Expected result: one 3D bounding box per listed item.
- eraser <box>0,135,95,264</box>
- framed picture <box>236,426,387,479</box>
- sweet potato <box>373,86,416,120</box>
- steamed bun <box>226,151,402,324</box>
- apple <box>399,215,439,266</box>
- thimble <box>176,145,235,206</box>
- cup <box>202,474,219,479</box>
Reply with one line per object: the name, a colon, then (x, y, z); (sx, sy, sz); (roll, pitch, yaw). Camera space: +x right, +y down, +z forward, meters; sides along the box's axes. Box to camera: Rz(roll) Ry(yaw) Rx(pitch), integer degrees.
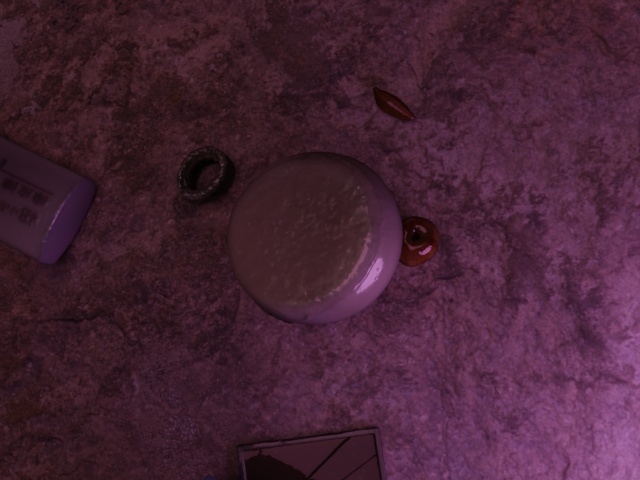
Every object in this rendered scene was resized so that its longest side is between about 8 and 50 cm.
eraser: (-0.572, -0.087, 1.374); (0.270, 0.095, 0.174); (25, 85, 13)
framed picture: (-0.011, 0.417, 1.232); (0.250, 0.016, 0.184); (-11, 80, 9)
sweet potato: (0.125, -0.232, 1.283); (0.095, 0.034, 0.034); (39, 91, 17)
steamed bun: (0.000, 0.000, 1.200); (0.283, 0.177, 0.283); (-5, 78, 21)
apple: (0.155, 0.001, 1.228); (0.084, 0.071, 0.084); (-1, 80, 3)
thimble: (-0.205, -0.112, 1.318); (0.084, 0.062, 0.110); (36, 91, 12)
cup: (-0.080, 0.524, 1.065); (0.311, 0.331, 0.257); (21, 80, 5)
